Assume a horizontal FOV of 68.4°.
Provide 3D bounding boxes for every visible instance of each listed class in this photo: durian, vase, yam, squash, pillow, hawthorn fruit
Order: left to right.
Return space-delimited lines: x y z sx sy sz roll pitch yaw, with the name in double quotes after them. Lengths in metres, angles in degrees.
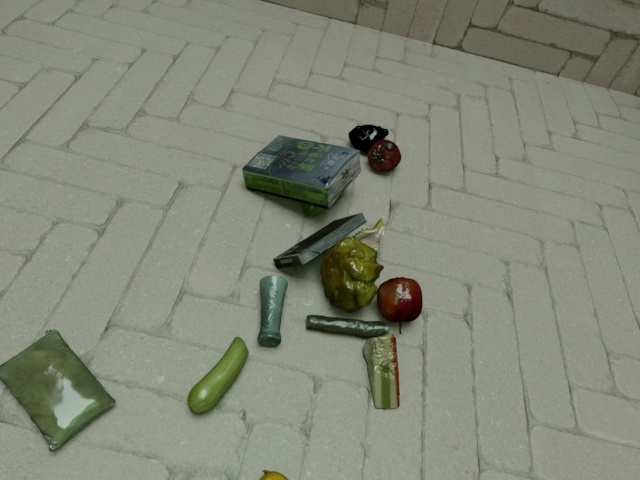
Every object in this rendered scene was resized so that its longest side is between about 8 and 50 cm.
-0.720 0.389 1.266 0.302 0.075 0.185 41 55 17 "pillow"
-0.289 0.390 1.360 0.083 0.083 0.250 28 48 11 "squash"
-0.158 0.228 1.516 0.096 0.096 0.220 6 53 -7 "vase"
0.004 -0.157 1.872 0.095 0.095 0.188 35 55 16 "squash"
0.088 0.281 1.547 0.273 0.061 0.061 8 50 -5 "yam"
0.183 0.015 1.763 0.140 0.078 0.224 24 66 20 "durian"
0.292 -0.375 2.096 0.148 0.148 0.172 43 28 22 "hawthorn fruit"
0.269 0.218 1.589 0.156 0.157 0.194 4 68 -10 "hawthorn fruit"

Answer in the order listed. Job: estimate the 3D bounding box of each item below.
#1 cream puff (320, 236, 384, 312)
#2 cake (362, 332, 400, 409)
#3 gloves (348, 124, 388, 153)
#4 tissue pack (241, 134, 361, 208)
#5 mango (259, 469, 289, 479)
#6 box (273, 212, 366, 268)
0.104 0.112 1.581 0.244 0.244 0.196 42 40 22 "cream puff"
0.189 0.404 1.480 0.086 0.117 0.221 -2 84 -11 "cake"
0.241 -0.483 2.184 0.203 0.124 0.164 -40 86 -27 "gloves"
-0.073 -0.282 1.862 0.394 0.124 0.288 15 47 26 "tissue pack"
-0.098 0.664 1.185 0.101 0.066 0.187 -26 66 -39 "mango"
-0.001 0.000 1.688 0.324 0.180 0.047 -34 102 -33 "box"
